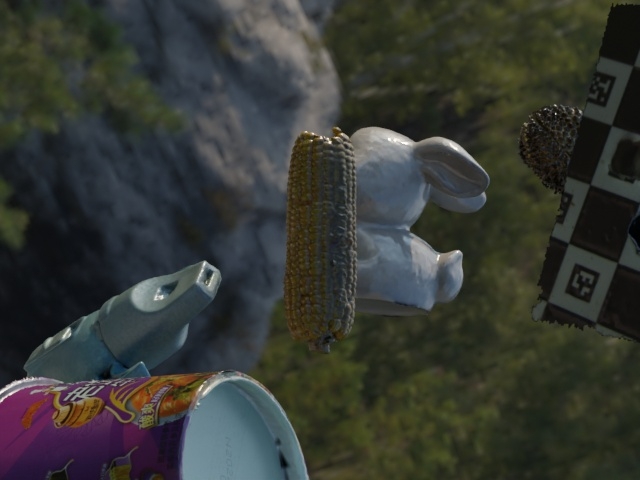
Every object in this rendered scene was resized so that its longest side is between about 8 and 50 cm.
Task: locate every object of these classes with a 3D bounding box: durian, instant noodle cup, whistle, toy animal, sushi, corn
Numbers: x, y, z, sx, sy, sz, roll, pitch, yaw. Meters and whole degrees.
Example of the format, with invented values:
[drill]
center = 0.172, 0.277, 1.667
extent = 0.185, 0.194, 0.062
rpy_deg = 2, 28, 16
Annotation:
[durian]
center = 0.281, -0.083, 1.972
extent = 0.140, 0.110, 0.071
rpy_deg = 45, 45, -20
[instant noodle cup]
center = -0.130, 0.212, 1.340
extent = 0.251, 0.190, 0.251
rpy_deg = 36, 47, -52
[whistle]
center = -0.199, 0.102, 1.734
extent = 0.093, 0.274, 0.186
rpy_deg = 46, 34, -16
[toy animal]
center = 0.078, -0.015, 1.797
extent = 0.127, 0.178, 0.193
rpy_deg = 44, 60, -74
[sushi]
center = 0.236, -0.034, 1.065
extent = 0.040, 0.193, 0.210
rpy_deg = 13, 89, -46
[corn]
center = 0.000, 0.000, 1.592
extent = 0.068, 0.068, 0.207
rpy_deg = 5, 85, -65
